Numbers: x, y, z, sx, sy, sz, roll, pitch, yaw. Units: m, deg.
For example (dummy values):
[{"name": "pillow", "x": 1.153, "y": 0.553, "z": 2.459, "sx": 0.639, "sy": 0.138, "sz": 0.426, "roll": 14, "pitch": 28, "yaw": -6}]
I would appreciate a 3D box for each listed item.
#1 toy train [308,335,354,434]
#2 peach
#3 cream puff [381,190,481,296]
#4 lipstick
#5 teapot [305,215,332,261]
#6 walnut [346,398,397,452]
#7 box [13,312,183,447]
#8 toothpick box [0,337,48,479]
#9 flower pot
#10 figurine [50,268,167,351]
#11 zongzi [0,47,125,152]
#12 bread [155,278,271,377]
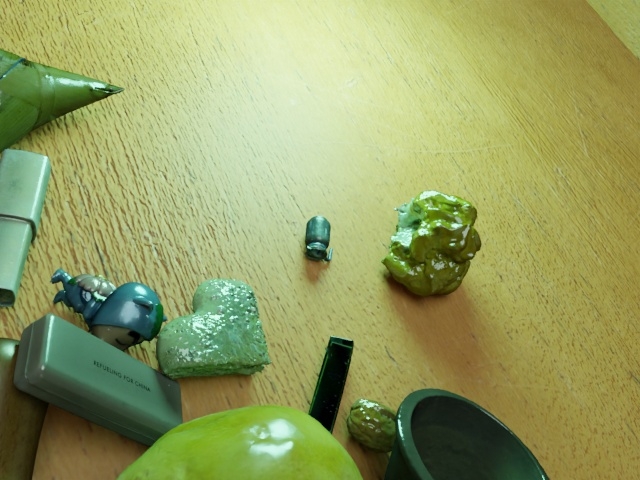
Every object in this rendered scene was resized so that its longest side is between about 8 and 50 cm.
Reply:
[{"name": "toy train", "x": 0.012, "y": 0.260, "z": 1.002, "sx": 0.044, "sy": 0.042, "sz": 0.209, "roll": 10, "pitch": 51, "yaw": 11}, {"name": "peach", "x": -0.088, "y": 0.348, "z": 0.728, "sx": 0.314, "sy": 0.315, "sz": 0.282, "roll": -6, "pitch": 75, "yaw": -37}, {"name": "cream puff", "x": 0.237, "y": 0.002, "z": 1.205, "sx": 0.194, "sy": 0.195, "sz": 0.221, "roll": 23, "pitch": 54, "yaw": -8}, {"name": "lipstick", "x": -0.486, "y": -0.022, "z": 0.951, "sx": 0.077, "sy": 0.079, "sz": 0.253, "roll": 9, "pitch": 55, "yaw": -21}, {"name": "teapot", "x": -0.005, "y": 0.000, "z": 1.183, "sx": 0.049, "sy": 0.064, "sz": 0.083, "roll": -3, "pitch": 55, "yaw": 12}, {"name": "walnut", "x": 0.089, "y": 0.302, "z": 0.986, "sx": 0.096, "sy": 0.083, "sz": 0.079, "roll": 28, "pitch": 22, "yaw": -1}, {"name": "box", "x": -0.286, "y": 0.193, "z": 0.810, "sx": 0.244, "sy": 0.055, "sz": 0.103, "roll": 45, "pitch": 18, "yaw": -41}, {"name": "toothpick box", "x": -0.401, "y": 0.273, "z": 0.715, "sx": 0.192, "sy": 0.192, "sz": 0.295, "roll": 3, "pitch": 51, "yaw": -23}, {"name": "flower pot", "x": 0.196, "y": 0.374, "z": 0.900, "sx": 0.268, "sy": 0.166, "sz": 0.269, "roll": 22, "pitch": 25, "yaw": -11}, {"name": "figurine", "x": -0.331, "y": 0.118, "z": 0.914, "sx": 0.178, "sy": 0.114, "sz": 0.145, "roll": 22, "pitch": 57, "yaw": 6}, {"name": "zongzi", "x": -0.508, "y": -0.207, "z": 1.049, "sx": 0.289, "sy": 0.123, "sz": 0.260, "roll": 13, "pitch": 57, "yaw": -21}, {"name": "bread", "x": -0.153, "y": 0.154, "z": 0.963, "sx": 0.172, "sy": 0.064, "sz": 0.232, "roll": 46, "pitch": 37, "yaw": -6}]
